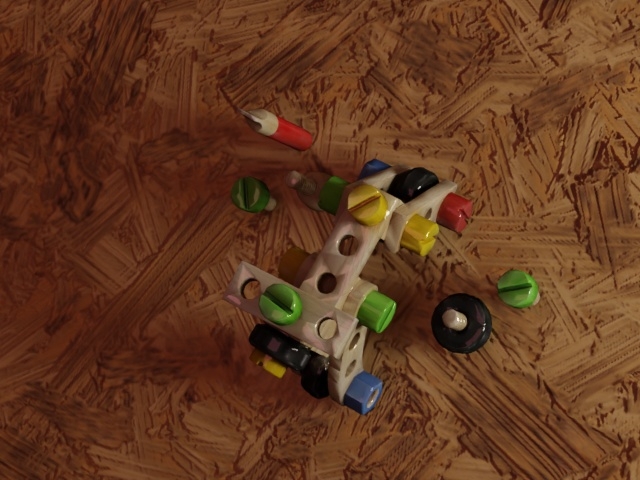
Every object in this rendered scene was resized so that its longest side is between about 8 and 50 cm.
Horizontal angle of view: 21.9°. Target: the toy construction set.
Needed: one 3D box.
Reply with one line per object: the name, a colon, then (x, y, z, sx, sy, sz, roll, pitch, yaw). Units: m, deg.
toy construction set: (0.000, 0.000, 1.562, 0.257, 0.237, 0.309, -40, 68, 13)
